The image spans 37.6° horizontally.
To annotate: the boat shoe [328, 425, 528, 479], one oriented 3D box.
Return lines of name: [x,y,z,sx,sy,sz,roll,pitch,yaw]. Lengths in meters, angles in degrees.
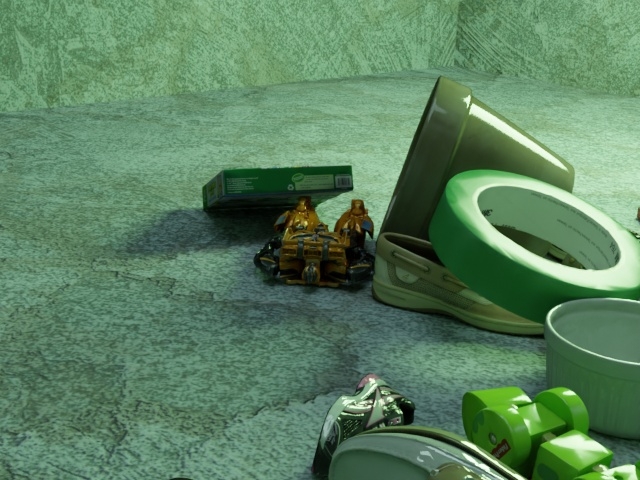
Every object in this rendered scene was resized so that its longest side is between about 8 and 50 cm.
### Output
boat shoe: [0.129,0.254,0.849,0.302,0.113,0.103,14,16,29]

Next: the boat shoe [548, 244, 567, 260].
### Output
boat shoe: [0.458,-0.029,1.755,0.103,0.092,0.285,-3,20,-19]

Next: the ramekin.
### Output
ramekin: [0.379,0.159,1.168,0.207,0.109,0.207,1,19,0]

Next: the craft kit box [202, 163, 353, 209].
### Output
craft kit box: [-0.089,-0.101,1.834,0.250,0.061,0.246,-3,-6,-17]

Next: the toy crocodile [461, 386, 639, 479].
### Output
toy crocodile: [0.259,0.241,0.949,0.115,0.105,0.340,-9,27,-32]

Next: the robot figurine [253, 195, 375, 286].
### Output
robot figurine: [0.000,0.000,1.628,0.211,0.085,0.291,3,19,6]

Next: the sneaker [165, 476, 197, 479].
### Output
sneaker: [-0.111,0.259,0.827,0.084,0.097,0.234,-1,19,-11]

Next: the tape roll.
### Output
tape roll: [0.322,0.008,1.389,0.321,0.077,0.321,14,30,-8]

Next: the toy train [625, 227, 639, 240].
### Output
toy train: [0.593,-0.009,1.823,0.036,0.027,0.158,5,15,-27]

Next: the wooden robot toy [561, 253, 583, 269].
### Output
wooden robot toy: [0.485,0.071,1.548,0.173,0.076,0.079,11,-15,25]

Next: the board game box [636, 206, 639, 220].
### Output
board game box: [0.731,-0.012,1.845,0.145,0.027,0.281,2,19,2]

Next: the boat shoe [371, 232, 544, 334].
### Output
boat shoe: [0.241,0.061,1.437,0.341,0.110,0.121,9,20,19]

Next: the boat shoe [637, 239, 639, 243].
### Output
boat shoe: [0.575,0.032,1.618,0.080,0.073,0.223,4,19,5]

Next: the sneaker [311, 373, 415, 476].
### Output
sneaker: [0.055,0.208,1.052,0.077,0.072,0.178,22,30,20]

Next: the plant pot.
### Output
plant pot: [0.282,-0.094,1.663,0.280,0.323,0.323,19,20,1]
